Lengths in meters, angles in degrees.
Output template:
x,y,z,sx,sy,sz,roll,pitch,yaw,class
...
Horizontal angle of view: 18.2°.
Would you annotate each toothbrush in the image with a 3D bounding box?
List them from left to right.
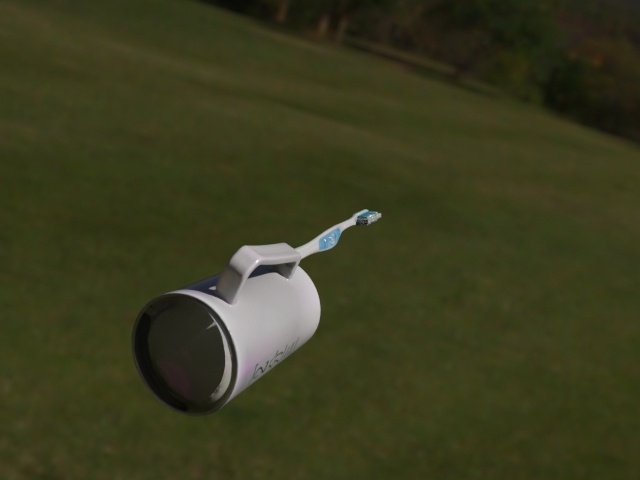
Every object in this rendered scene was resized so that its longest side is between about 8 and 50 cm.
x,y,z,sx,sy,sz,roll,pitch,yaw,class
0.000,0.000,1.392,0.017,0.014,0.162,1,14,29,toothbrush

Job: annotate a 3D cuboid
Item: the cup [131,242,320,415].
x,y,z,sx,sy,sz,roll,pitch,yaw,class
-0.049,0.042,1.189,0.074,0.104,0.116,34,30,18,cup
